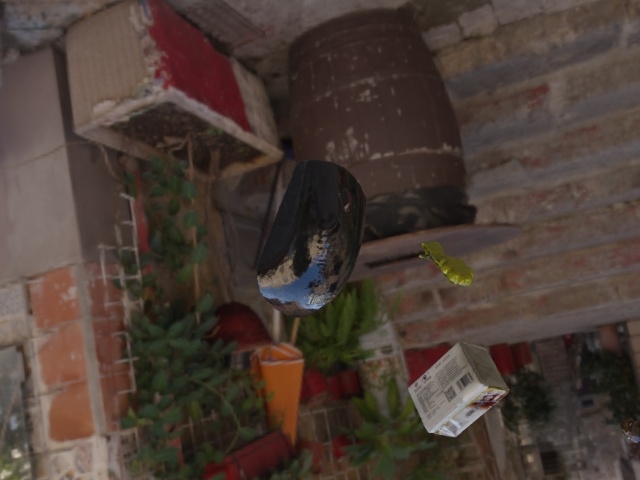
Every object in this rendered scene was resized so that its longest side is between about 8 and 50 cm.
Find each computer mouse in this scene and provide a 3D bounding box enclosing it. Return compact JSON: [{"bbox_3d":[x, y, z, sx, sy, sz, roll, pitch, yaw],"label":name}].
[{"bbox_3d":[0.000,0.000,1.227,0.100,0.269,0.170,5,161,40],"label":"computer mouse"}]

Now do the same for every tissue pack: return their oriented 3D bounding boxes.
[{"bbox_3d":[0.256,0.277,1.346,0.099,0.106,0.148,20,124,-38],"label":"tissue pack"}]

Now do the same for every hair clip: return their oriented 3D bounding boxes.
[{"bbox_3d":[0.306,0.056,1.732,0.072,0.046,0.173,-8,-149,-23],"label":"hair clip"}]

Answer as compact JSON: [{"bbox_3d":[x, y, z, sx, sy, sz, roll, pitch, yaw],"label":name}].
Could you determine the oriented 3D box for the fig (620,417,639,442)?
[{"bbox_3d":[0.391,0.188,0.607,0.202,0.149,0.148,-22,171,35],"label":"fig"}]
